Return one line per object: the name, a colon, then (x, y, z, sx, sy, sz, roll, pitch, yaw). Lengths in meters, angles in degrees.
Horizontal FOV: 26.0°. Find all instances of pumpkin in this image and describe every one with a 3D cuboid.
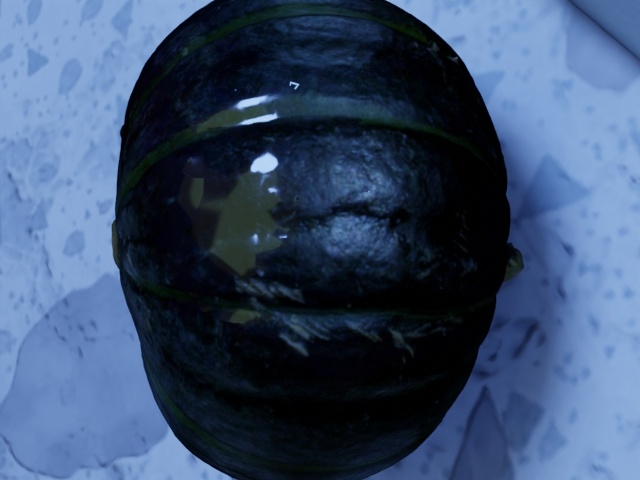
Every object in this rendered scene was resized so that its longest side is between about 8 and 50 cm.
pumpkin: (0.000, 0.000, 0.686, 0.250, 0.216, 0.250, -170, 90, -71)

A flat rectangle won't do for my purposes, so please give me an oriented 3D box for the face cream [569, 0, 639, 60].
face cream: (0.149, -0.165, 0.672, 0.314, 0.089, 0.143, 40, 108, 24)
